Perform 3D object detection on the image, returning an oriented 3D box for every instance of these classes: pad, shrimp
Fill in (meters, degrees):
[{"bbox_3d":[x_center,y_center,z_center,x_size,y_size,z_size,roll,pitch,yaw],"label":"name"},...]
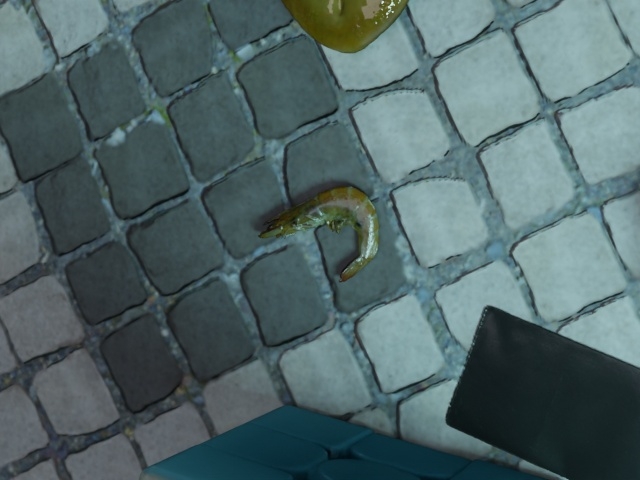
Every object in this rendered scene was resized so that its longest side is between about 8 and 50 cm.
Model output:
[{"bbox_3d":[0.208,0.143,1.305,0.193,0.004,0.116,22,102,19],"label":"pad"},{"bbox_3d":[0.000,0.000,1.370,0.114,0.023,0.083,-17,91,19],"label":"shrimp"}]

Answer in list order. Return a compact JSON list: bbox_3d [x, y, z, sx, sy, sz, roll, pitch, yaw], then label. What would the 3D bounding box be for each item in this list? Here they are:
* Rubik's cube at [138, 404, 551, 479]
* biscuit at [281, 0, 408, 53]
[{"bbox_3d":[0.017,0.328,1.246,0.291,0.290,0.291,14,99,22],"label":"Rubik's cube"},{"bbox_3d":[0.022,-0.292,1.326,0.203,0.041,0.260,2,93,22],"label":"biscuit"}]
